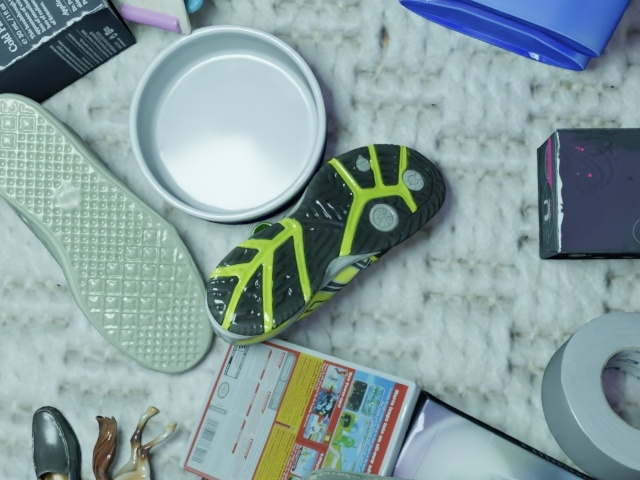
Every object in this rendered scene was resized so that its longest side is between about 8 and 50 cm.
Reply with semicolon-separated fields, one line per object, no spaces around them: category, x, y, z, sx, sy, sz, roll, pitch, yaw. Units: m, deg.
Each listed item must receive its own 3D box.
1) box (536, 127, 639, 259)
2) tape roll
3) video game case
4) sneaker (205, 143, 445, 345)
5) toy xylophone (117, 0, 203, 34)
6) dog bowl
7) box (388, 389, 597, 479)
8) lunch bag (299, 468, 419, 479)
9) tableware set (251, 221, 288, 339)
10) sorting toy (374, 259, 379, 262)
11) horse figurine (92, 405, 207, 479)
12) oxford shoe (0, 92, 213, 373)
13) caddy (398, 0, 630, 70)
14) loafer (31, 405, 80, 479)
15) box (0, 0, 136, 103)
box;0.433;-0.059;1.321;0.271;0.143;0.165;-1;86;3
tape roll;0.401;0.204;1.293;0.219;0.072;0.219;5;59;-9
video game case;-0.032;0.240;1.279;0.285;0.025;0.204;14;77;32
sneaker;0.000;0.000;1.328;0.385;0.147;0.145;-32;81;-22
toy xylophone;-0.190;-0.443;1.368;0.236;0.081;0.322;28;76;26
dog bowl;-0.122;-0.153;1.371;0.265;0.104;0.264;0;86;3
box;0.195;0.392;1.284;0.294;0.183;0.296;26;87;5
lunch bag;0.099;0.420;1.093;0.305;0.212;0.256;6;127;5
tableware set;-0.070;0.057;1.395;0.104;0.024;0.154;19;88;4
sorting toy;0.056;-0.013;1.400;0.062;0.012;0.083;7;87;3
horse figurine;-0.210;0.341;1.363;0.263;0.066;0.174;30;82;2
oxford shoe;-0.304;-0.011;1.367;0.169;0.130;0.449;-40;100;-6
caddy;0.258;-0.358;1.303;0.341;0.241;0.179;21;92;3
loafer;-0.362;0.311;1.372;0.062;0.061;0.170;-18;85;2
box;-0.485;-0.349;1.363;0.313;0.179;0.343;-32;85;-1
